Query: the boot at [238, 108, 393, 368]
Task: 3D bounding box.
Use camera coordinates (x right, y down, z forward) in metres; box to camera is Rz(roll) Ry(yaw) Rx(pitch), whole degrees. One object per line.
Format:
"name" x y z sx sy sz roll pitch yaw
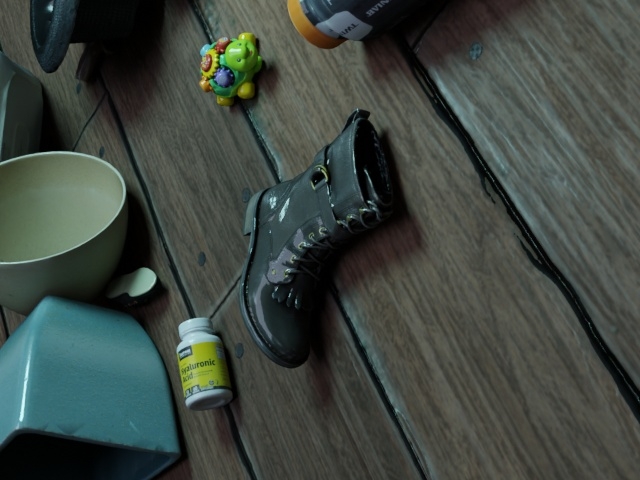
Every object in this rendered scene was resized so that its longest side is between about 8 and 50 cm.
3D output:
"boot" 0.000 0.000 1.212 0.229 0.091 0.263 -29 61 45

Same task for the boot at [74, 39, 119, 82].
"boot" -0.390 -0.311 1.777 0.114 0.037 0.106 -55 34 26

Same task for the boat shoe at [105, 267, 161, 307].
"boat shoe" -0.281 0.074 1.585 0.133 0.042 0.049 -14 49 48

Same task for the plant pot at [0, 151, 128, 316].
"plant pot" -0.433 0.016 1.637 0.284 0.284 0.191 46 151 44

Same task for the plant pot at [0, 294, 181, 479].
"plant pot" -0.375 0.231 1.529 0.248 0.247 0.252 -41 44 40

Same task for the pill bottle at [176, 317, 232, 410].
"pill bottle" -0.161 0.168 1.403 0.065 0.065 0.116 -38 56 41

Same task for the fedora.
"fedora" -0.372 -0.421 1.664 0.334 0.152 0.334 -175 90 -65

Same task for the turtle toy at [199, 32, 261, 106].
"turtle toy" -0.125 -0.243 1.419 0.130 0.066 0.095 -10 77 50

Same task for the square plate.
"square plate" -0.556 -0.154 1.829 0.344 0.049 0.347 162 114 -87

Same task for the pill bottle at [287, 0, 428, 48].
"pill bottle" 0.068 -0.307 1.144 0.246 0.130 0.130 -30 62 45
